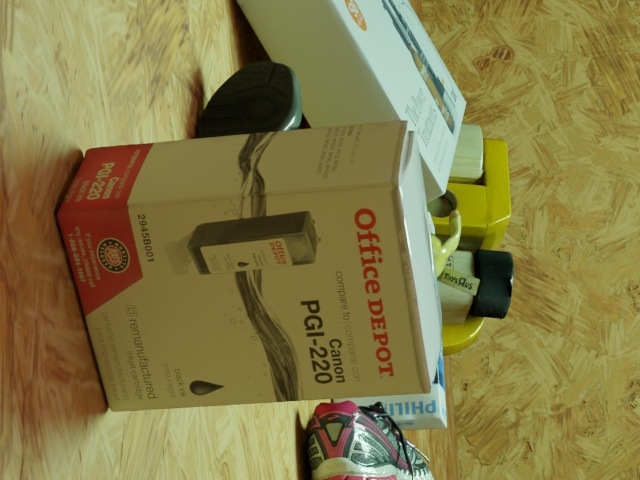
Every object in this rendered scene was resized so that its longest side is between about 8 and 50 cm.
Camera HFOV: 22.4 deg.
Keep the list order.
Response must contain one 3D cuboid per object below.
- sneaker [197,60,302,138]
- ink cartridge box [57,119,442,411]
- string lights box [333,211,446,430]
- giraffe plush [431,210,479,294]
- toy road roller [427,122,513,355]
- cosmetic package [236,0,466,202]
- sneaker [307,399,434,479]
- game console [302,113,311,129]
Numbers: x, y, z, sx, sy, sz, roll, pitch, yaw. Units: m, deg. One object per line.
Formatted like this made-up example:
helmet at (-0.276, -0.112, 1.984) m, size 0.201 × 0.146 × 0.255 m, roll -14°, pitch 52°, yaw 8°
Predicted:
sneaker at (-0.056, -0.040, 1.392) m, size 0.130 × 0.087 × 0.228 m, roll 74°, pitch 17°, yaw -57°
ink cartridge box at (-0.039, 0.019, 1.029) m, size 0.092 × 0.217 × 0.159 m, roll -79°, pitch 161°, yaw -59°
string lights box at (0.080, 0.103, 1.990) m, size 0.077 × 0.133 × 0.260 m, roll 58°, pitch 29°, yaw -72°
giraffe plush at (0.050, 0.022, 1.849) m, size 0.170 × 0.210 × 0.181 m, roll 19°, pitch 75°, yaw -44°
toy road roller at (0.151, 0.010, 2.306) m, size 0.240 × 0.202 × 0.330 m, roll 103°, pitch -10°, yaw -60°
cosmetic package at (0.044, -0.204, 1.756) m, size 0.284 × 0.097 × 0.377 m, roll 57°, pitch 17°, yaw -12°
sneaker at (0.058, 0.237, 1.823) m, size 0.299 × 0.120 × 0.112 m, roll 34°, pitch 50°, yaw -78°
game console at (0.019, -0.132, 1.974) m, size 0.124 × 0.085 × 0.144 m, roll -108°, pitch -169°, yaw -66°
